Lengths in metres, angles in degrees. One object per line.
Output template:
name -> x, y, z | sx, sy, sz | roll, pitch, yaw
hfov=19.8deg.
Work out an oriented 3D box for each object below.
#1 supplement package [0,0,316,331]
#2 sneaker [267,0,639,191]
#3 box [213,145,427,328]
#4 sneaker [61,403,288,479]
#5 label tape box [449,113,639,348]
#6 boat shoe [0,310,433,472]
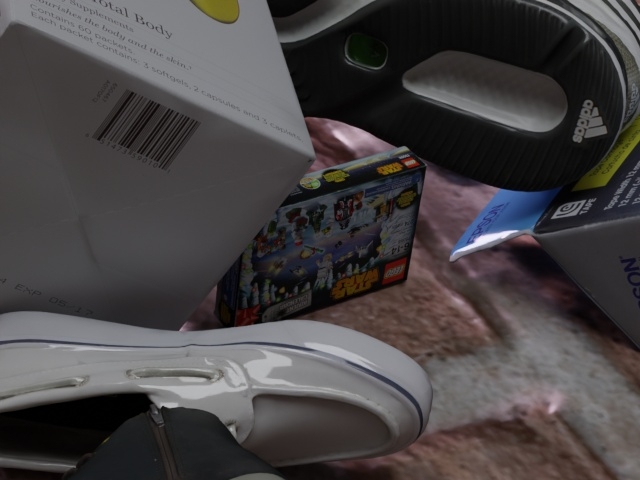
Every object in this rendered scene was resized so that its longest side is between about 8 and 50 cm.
supplement package -> -0.158, -0.096, 1.104 | 0.199, 0.198, 0.263 | 24, 31, -30
sneaker -> 0.034, -0.176, 1.324 | 0.447, 0.169, 0.257 | 25, 24, 16
box -> 0.000, 0.000, 1.155 | 0.137, 0.094, 0.027 | -17, 44, -30
sneaker -> -0.125, 0.154, 0.895 | 0.222, 0.083, 0.118 | -15, 23, -19
label tape box -> 0.294, -0.036, 1.215 | 0.347, 0.115, 0.249 | -13, 22, 38
boat shoe -> -0.074, 0.098, 1.012 | 0.267, 0.096, 0.088 | 8, 40, 1
